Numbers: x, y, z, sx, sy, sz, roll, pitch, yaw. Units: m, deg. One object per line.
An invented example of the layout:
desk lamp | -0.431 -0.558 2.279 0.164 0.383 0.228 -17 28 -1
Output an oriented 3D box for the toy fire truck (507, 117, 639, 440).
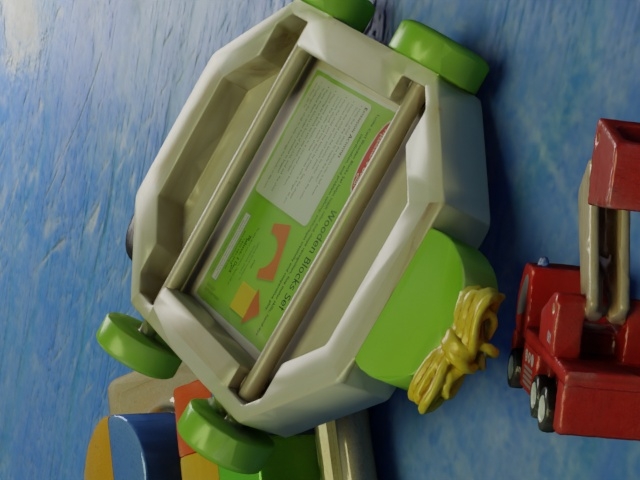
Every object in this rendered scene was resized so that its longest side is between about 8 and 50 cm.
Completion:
toy fire truck | 0.122 0.015 0.621 0.192 0.047 0.135 -97 13 -83

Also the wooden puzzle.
wooden puzzle | -0.071 0.222 0.954 0.348 0.080 0.322 -28 65 53

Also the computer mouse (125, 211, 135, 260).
computer mouse | -0.059 -0.003 0.996 0.242 0.041 0.071 4 75 52

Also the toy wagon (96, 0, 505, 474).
toy wagon | 0.000 0.000 0.813 0.344 0.068 0.267 38 101 50
